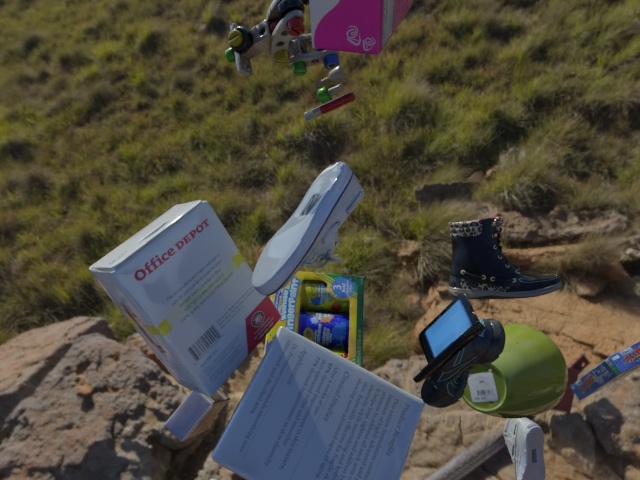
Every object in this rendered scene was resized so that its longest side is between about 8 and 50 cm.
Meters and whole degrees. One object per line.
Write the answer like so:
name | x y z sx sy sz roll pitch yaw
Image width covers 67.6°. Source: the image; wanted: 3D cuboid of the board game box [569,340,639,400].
board game box | 0.600 0.252 0.956 0.136 0.201 0.035 -22 59 -9

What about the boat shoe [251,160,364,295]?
boat shoe | -0.005 -0.001 1.098 0.136 0.156 0.367 -5 46 52

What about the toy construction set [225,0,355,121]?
toy construction set | -0.083 -0.437 1.160 0.237 0.309 0.257 -19 14 24

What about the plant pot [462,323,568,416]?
plant pot | 0.511 0.384 1.342 0.274 0.293 0.275 -3 85 39

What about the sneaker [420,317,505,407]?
sneaker | 0.256 0.241 0.964 0.106 0.267 0.101 14 37 -12

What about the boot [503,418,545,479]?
boot | 0.670 0.706 1.586 0.095 0.258 0.123 1 6 -13

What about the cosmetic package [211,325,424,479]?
cosmetic package | -0.019 0.474 1.191 0.393 0.327 0.329 29 65 2

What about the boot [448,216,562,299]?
boot | 0.634 0.058 1.685 0.377 0.138 0.284 -5 91 21

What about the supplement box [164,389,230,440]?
supplement box | -0.359 0.507 1.421 0.073 0.239 0.130 38 78 12

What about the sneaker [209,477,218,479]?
sneaker | -0.193 0.453 0.551 0.150 0.135 0.366 34 41 9

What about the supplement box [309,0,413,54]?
supplement box | 0.072 -0.394 0.752 0.111 0.114 0.220 14 46 17

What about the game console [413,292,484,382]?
game console | 0.189 0.152 0.756 0.071 0.107 0.122 51 123 24

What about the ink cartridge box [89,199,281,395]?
ink cartridge box | -0.312 0.133 1.165 0.160 0.385 0.279 -1 35 46

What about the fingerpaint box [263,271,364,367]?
fingerpaint box | -0.022 0.353 1.873 0.371 0.163 0.445 5 61 -1
